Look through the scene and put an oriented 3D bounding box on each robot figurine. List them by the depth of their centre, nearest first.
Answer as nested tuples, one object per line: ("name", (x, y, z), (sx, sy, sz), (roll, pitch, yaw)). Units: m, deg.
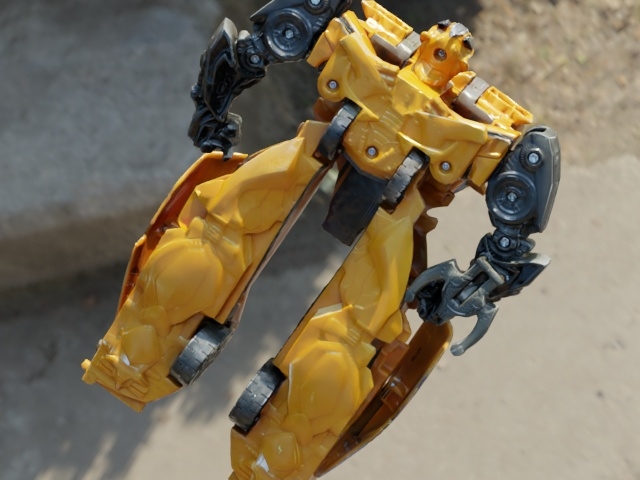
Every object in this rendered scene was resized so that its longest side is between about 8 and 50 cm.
("robot figurine", (0.000, 0.000, 1.019), (0.211, 0.085, 0.291), (37, 114, 6))
